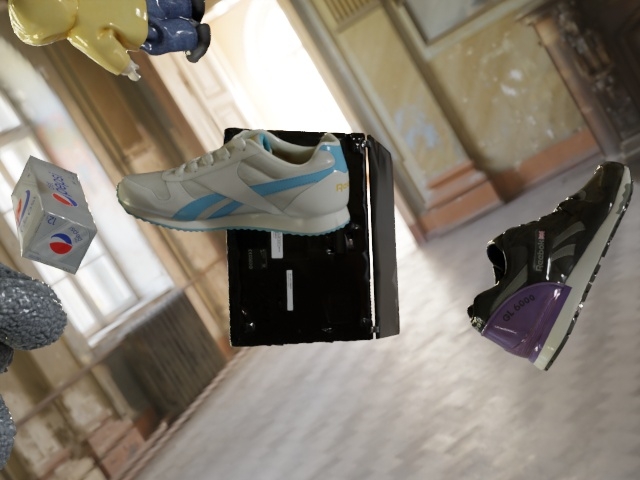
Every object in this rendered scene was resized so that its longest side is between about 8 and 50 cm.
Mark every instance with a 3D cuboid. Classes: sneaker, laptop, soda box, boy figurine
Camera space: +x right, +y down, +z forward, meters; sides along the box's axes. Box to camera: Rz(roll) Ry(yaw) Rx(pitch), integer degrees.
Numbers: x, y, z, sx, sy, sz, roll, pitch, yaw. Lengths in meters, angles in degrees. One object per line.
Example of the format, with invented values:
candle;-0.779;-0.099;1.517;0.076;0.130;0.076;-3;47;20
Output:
sneaker;0.265;0.001;1.097;0.283;0.124;0.107;-58;-13;-26
laptop;0.000;0.000;1.098;0.264;0.234;0.136;-1;-5;-23
soda box;-0.467;-0.050;1.640;0.091;0.098;0.286;-61;30;12
boy figurine;-0.299;-0.309;1.356;0.285;0.177;0.092;-5;-18;-31
sneaker;-0.085;-0.060;0.916;0.228;0.092;0.087;0;19;6

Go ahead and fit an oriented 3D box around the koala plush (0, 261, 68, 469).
koala plush;-0.371;0.089;0.776;0.221;0.203;0.196;1;-65;-63
